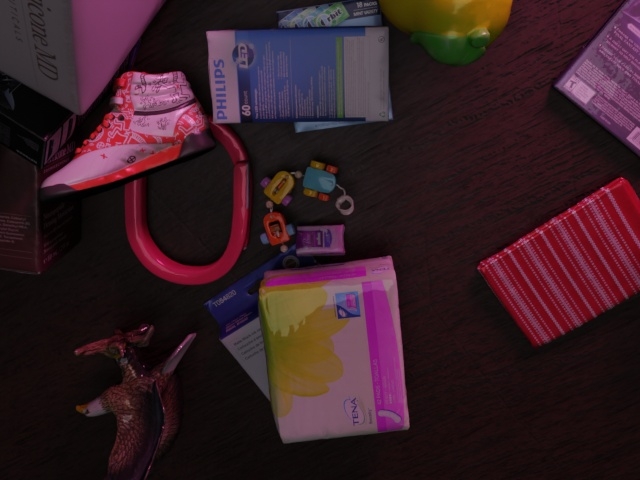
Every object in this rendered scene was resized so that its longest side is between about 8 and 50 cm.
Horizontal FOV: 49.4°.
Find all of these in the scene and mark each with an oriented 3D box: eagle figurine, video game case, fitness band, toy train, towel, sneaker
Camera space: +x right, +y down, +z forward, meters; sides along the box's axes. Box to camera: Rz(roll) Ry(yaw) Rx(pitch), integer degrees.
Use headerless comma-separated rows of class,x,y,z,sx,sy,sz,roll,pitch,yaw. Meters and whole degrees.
eagle figurine,-0.321,0.303,1.202,0.225,0.226,0.299,-13,92,45
video game case,0.515,-0.283,1.044,0.196,0.026,0.274,36,106,-8
fitness band,-0.218,-0.068,1.152,0.208,0.054,0.291,7,108,4
toy train,-0.030,-0.061,1.135,0.166,0.046,0.125,-23,94,13
towel,0.427,0.042,1.157,0.274,0.031,0.199,-34,105,15
sneaker,-0.304,-0.161,1.037,0.270,0.090,0.145,-22,93,-11

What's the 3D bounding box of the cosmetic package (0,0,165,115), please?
cosmetic package,-0.377,-0.437,0.826,0.393,0.329,0.328,29,66,-6

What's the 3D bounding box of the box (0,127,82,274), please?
box,-0.489,-0.076,1.101,0.166,0.168,0.203,9,109,1

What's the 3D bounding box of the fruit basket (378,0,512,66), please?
fruit basket,0.143,-0.389,0.892,0.391,0.283,0.392,1,94,8

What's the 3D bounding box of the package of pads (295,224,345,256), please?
package of pads,0.000,0.000,1.160,0.083,0.032,0.050,-1,76,4

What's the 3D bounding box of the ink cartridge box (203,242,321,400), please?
ink cartridge box,-0.058,0.148,1.214,0.223,0.045,0.224,-34,103,13

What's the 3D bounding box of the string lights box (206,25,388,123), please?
string lights box,-0.029,-0.243,1.020,0.259,0.077,0.134,1,108,5

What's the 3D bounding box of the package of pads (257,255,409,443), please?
package of pads,0.020,0.184,1.145,0.229,0.101,0.297,-7,108,3

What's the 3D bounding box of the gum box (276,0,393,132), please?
gum box,0.025,-0.269,1.070,0.156,0.041,0.185,-6,107,6

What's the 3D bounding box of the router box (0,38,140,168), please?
router box,-0.457,-0.285,0.994,0.308,0.243,0.081,34,146,-7
